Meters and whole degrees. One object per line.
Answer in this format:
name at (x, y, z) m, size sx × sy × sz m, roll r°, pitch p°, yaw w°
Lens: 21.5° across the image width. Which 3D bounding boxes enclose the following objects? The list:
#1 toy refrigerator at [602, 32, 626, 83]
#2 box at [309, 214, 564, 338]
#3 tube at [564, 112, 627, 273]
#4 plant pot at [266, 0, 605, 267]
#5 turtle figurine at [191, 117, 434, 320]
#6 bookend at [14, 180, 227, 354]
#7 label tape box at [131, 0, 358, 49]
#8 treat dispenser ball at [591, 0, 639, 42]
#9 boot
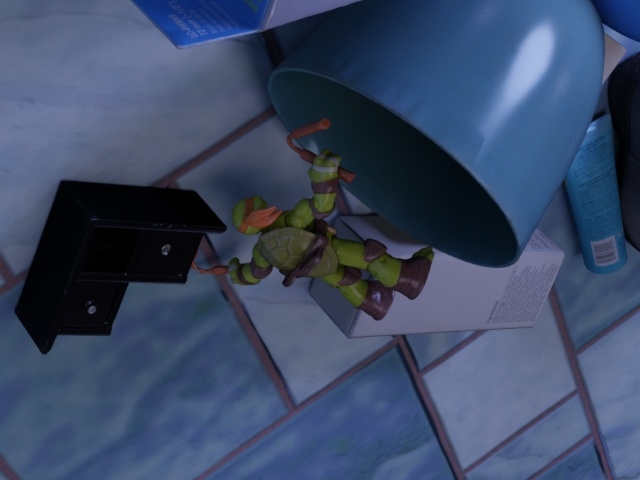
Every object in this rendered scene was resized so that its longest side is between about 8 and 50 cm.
toy refrigerator at (0.196, -0.134, 1.807) m, size 0.102 × 0.094 × 0.269 m, roll 20°, pitch 110°, yaw -51°
box at (0.133, 0.037, 1.891) m, size 0.275 × 0.094 × 0.113 m, roll 1°, pitch 121°, yaw -36°
tube at (0.325, -0.051, 2.000) m, size 0.080 × 0.052 × 0.207 m, roll -32°, pitch 131°, yaw -18°
plant pot at (0.133, -0.155, 1.616) m, size 0.235 × 0.293 × 0.293 m, roll -53°, pitch 139°, yaw -14°
turtle figurine at (0.000, 0.000, 1.672) m, size 0.217 × 0.087 × 0.269 m, roll 24°, pitch 134°, yaw -19°
bookend at (-0.198, 0.029, 1.658) m, size 0.156 × 0.072 × 0.157 m, roll 4°, pitch 120°, yaw -39°
label tape box at (-0.019, -0.301, 1.399) m, size 0.347 × 0.249 × 0.115 m, roll -19°, pitch 132°, yaw -24°
treat dispenser ball at (0.358, -0.328, 1.627) m, size 0.288 × 0.288 × 0.288 m, roll -20°, pitch 132°, yaw -23°
boot at (0.436, -0.043, 1.952) m, size 0.118 × 0.223 × 0.338 m, roll -32°, pitch 136°, yaw -7°
